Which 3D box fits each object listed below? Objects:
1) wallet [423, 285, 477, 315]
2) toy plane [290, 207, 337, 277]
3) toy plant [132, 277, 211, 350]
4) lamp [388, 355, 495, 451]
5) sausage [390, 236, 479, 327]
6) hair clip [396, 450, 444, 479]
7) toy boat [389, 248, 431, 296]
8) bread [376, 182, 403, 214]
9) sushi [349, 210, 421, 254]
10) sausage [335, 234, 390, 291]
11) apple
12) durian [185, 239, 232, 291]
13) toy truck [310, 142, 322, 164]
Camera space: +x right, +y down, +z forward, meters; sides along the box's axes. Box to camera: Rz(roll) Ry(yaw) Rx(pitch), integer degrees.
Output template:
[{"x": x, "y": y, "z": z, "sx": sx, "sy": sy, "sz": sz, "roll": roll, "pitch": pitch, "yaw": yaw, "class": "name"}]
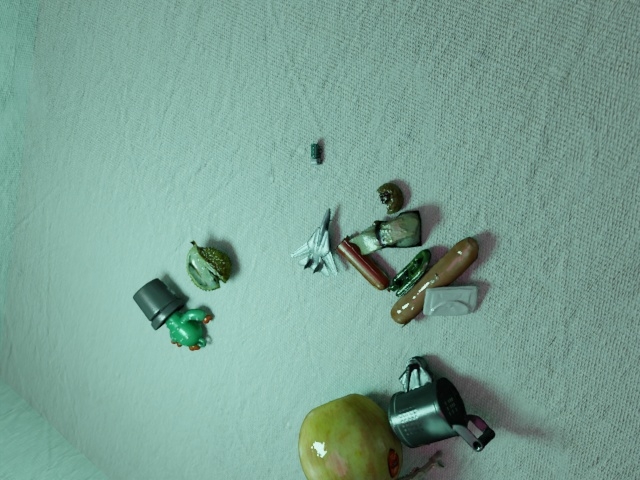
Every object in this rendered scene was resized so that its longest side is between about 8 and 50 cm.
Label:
[{"x": 0.448, "y": 0.211, "z": 1.574, "sx": 0.182, "sy": 0.032, "sz": 0.124, "roll": -2, "pitch": 122, "yaw": 0, "class": "wallet"}, {"x": 0.005, "y": -0.001, "z": 1.780, "sx": 0.212, "sy": 0.088, "sz": 0.267, "roll": 21, "pitch": 103, "yaw": 20, "class": "toy plane"}, {"x": -0.691, "y": 0.363, "z": 2.166, "sx": 0.279, "sy": 0.185, "sz": 0.400, "roll": -43, "pitch": 89, "yaw": 7, "class": "toy plant"}, {"x": 0.389, "y": 0.637, "z": 1.657, "sx": 0.272, "sy": 0.205, "sz": 0.374, "roll": -51, "pitch": 61, "yaw": 22, "class": "lamp"}, {"x": 0.397, "y": 0.149, "z": 1.604, "sx": 0.094, "sy": 0.094, "sz": 0.419, "roll": 37, "pitch": 117, "yaw": -6, "class": "sausage"}, {"x": 0.379, "y": 0.889, "z": 1.747, "sx": 0.072, "sy": 0.226, "sz": 0.034, "roll": 70, "pitch": 163, "yaw": -11, "class": "hair clip"}, {"x": 0.326, "y": 0.114, "z": 1.634, "sx": 0.052, "sy": 0.104, "sz": 0.210, "roll": 29, "pitch": 120, "yaw": -17, "class": "toy boat"}, {"x": 0.251, "y": -0.153, "z": 1.627, "sx": 0.082, "sy": 0.060, "sz": 0.113, "roll": -29, "pitch": 87, "yaw": 32, "class": "bread"}, {"x": 0.223, "y": -0.018, "z": 1.615, "sx": 0.272, "sy": 0.109, "sz": 0.134, "roll": -9, "pitch": 97, "yaw": 14, "class": "sushi"}, {"x": 0.170, "y": 0.096, "z": 1.717, "sx": 0.264, "sy": 0.083, "sz": 0.083, "roll": 46, "pitch": 117, "yaw": 10, "class": "sausage"}, {"x": 0.105, "y": 0.780, "z": 1.740, "sx": 0.391, "sy": 0.391, "sz": 0.347, "roll": -33, "pitch": 64, "yaw": 29, "class": "apple"}, {"x": -0.489, "y": 0.099, "z": 2.019, "sx": 0.193, "sy": 0.137, "sz": 0.237, "roll": -20, "pitch": 95, "yaw": 32, "class": "durian"}, {"x": -0.019, "y": -0.326, "z": 1.733, "sx": 0.039, "sy": 0.044, "sz": 0.083, "roll": 6, "pitch": 104, "yaw": 29, "class": "toy truck"}]
